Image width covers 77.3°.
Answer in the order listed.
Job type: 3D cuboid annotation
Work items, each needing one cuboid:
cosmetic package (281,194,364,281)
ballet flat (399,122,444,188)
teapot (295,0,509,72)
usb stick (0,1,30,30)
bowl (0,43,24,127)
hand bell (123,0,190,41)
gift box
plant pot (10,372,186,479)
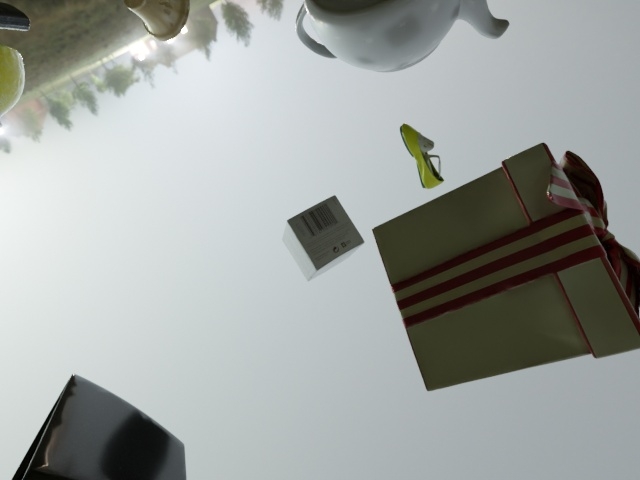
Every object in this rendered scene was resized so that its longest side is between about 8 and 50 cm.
[{"bbox_3d":[0.000,0.000,1.084,0.151,0.151,0.183,-29,171,-15],"label":"cosmetic package"},{"bbox_3d":[0.317,-0.260,1.214,0.077,0.230,0.077,-10,-147,34],"label":"ballet flat"},{"bbox_3d":[0.106,-0.360,0.628,0.253,0.187,0.255,-36,-120,8],"label":"teapot"},{"bbox_3d":[-0.719,-0.464,0.811,0.045,0.077,0.278,-54,-171,23],"label":"usb stick"},{"bbox_3d":[-0.813,-0.326,0.897,0.290,0.155,0.289,-13,-168,3],"label":"bowl"},{"bbox_3d":[-0.365,-0.466,0.715,0.126,0.126,0.242,-13,180,23],"label":"hand bell"},{"bbox_3d":[0.246,0.050,0.504,0.258,0.254,0.276,-27,165,27],"label":"gift box"},{"bbox_3d":[-0.253,0.293,0.440,0.188,0.167,0.187,-62,-157,-1],"label":"plant pot"}]
